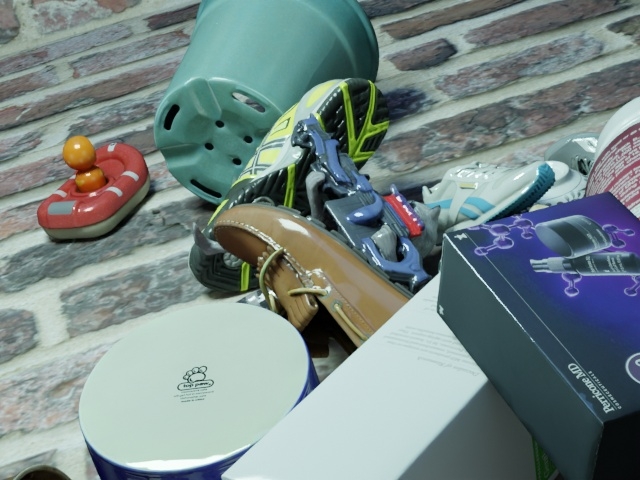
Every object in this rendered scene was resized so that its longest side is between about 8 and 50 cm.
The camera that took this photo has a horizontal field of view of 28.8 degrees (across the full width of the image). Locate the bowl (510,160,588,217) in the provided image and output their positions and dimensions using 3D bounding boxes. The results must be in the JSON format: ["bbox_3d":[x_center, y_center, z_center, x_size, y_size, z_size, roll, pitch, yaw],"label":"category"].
[{"bbox_3d":[0.315,-0.060,1.733,0.170,0.080,0.170,-11,26,6],"label":"bowl"}]

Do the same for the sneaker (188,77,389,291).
[{"bbox_3d":[-0.053,-0.078,1.839,0.384,0.145,0.147,-48,25,-13],"label":"sneaker"}]

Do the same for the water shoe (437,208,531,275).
[{"bbox_3d":[0.232,0.011,1.606,0.203,0.080,0.073,-38,54,-24],"label":"water shoe"}]

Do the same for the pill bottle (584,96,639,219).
[{"bbox_3d":[0.417,-0.015,1.417,0.224,0.224,0.392,-9,27,13],"label":"pill bottle"}]

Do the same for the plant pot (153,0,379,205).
[{"bbox_3d":[-0.105,-0.247,2.092,0.341,0.341,0.334,-4,35,22],"label":"plant pot"}]

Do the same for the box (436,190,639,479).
[{"bbox_3d":[0.242,0.082,1.085,0.184,0.103,0.261,-16,41,-18],"label":"box"}]

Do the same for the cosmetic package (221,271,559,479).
[{"bbox_3d":[0.091,0.207,1.177,0.155,0.197,0.365,11,37,36],"label":"cosmetic package"}]

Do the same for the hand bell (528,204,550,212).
[{"bbox_3d":[0.210,0.074,1.520,0.242,0.126,0.126,-36,30,-15],"label":"hand bell"}]

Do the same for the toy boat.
[{"bbox_3d":[-0.396,-0.110,2.142,0.151,0.151,0.231,-3,28,23],"label":"toy boat"}]

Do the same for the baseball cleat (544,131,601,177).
[{"bbox_3d":[0.413,-0.110,1.793,0.206,0.072,0.109,-4,34,30],"label":"baseball cleat"}]

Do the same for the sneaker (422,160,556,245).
[{"bbox_3d":[0.217,-0.066,1.676,0.087,0.092,0.229,-16,-8,-39],"label":"sneaker"}]

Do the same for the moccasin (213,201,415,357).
[{"bbox_3d":[0.006,0.084,1.465,0.380,0.139,0.147,38,75,24],"label":"moccasin"}]

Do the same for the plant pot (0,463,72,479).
[{"bbox_3d":[-0.337,0.318,1.241,0.165,0.167,0.167,-13,25,21],"label":"plant pot"}]

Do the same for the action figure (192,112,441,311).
[{"bbox_3d":[0.000,0.000,1.685,0.330,0.178,0.341,-15,50,-11],"label":"action figure"}]

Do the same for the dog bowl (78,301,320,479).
[{"bbox_3d":[-0.128,0.191,1.378,0.265,0.104,0.265,-9,37,7],"label":"dog bowl"}]
